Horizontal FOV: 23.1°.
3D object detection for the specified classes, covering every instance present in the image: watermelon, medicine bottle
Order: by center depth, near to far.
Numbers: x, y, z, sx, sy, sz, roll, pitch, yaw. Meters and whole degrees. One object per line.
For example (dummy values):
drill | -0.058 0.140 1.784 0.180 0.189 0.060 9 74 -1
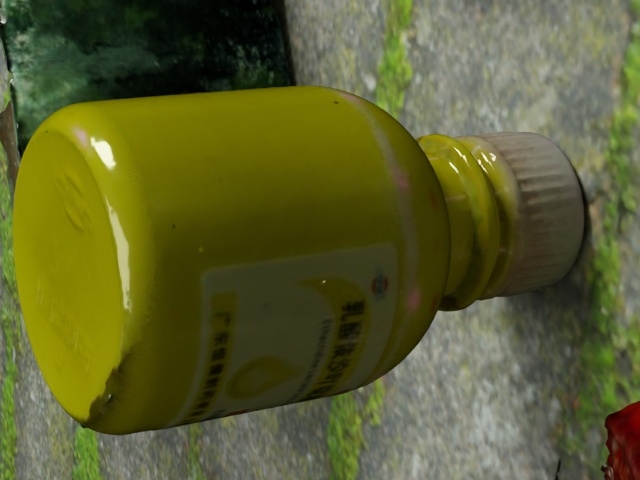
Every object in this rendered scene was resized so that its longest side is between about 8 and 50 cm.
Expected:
medicine bottle | 0.000 0.000 0.607 0.122 0.213 0.121 21 115 57
watermelon | -0.097 -0.057 0.861 0.302 0.151 0.264 -163 65 -77

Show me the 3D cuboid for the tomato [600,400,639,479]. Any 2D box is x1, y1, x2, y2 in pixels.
tomato | 0.163 0.139 0.436 0.233 0.140 0.200 65 -169 -66
